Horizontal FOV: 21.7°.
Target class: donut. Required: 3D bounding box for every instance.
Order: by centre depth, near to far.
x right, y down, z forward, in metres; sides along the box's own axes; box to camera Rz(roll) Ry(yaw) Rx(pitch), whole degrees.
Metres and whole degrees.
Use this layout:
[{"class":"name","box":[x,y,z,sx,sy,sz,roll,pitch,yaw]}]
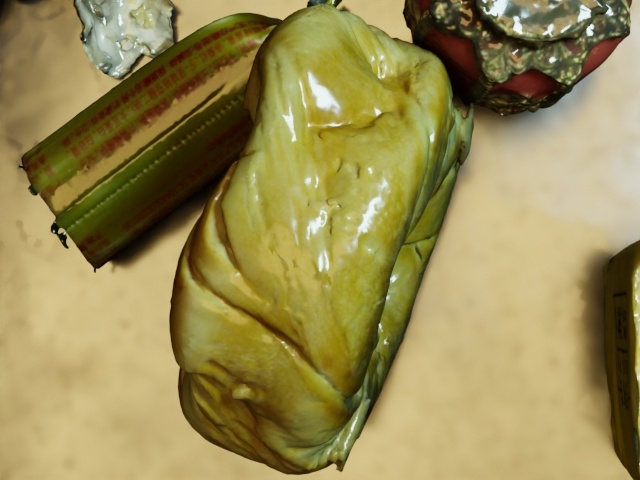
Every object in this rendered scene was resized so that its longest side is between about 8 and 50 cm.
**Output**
[{"class":"donut","box":[0.000,0.000,1.296,0.170,0.360,0.360,19,90,9]}]

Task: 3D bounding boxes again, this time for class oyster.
[{"class":"oyster","box":[-0.186,-0.242,1.471,0.106,0.061,0.199,-4,91,-12]}]

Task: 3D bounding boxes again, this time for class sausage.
[{"class":"sausage","box":[-0.107,-0.112,1.413,0.317,0.125,0.117,-38,86,3]}]

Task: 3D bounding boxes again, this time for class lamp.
[{"class":"lamp","box":[0.152,-0.188,1.313,0.177,0.274,0.177,0,91,2]}]

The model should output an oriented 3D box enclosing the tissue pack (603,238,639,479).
[{"class":"tissue pack","box":[0.366,0.089,1.233,0.293,0.382,0.228,-3,86,6]}]
